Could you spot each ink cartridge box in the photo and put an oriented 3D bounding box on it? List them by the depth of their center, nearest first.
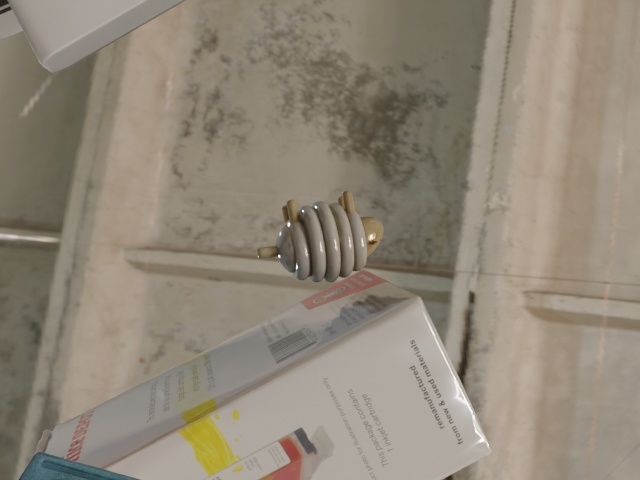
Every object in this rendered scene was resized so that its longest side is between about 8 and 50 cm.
[{"bbox_3d":[-0.069,0.192,0.992,0.385,0.279,0.160,-26,-83,-5],"label":"ink cartridge box"}]

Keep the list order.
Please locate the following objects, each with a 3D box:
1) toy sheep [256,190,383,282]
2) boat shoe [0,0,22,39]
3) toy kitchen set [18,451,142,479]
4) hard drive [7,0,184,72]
[{"bbox_3d":[0.000,0.000,1.034,0.132,0.091,0.091,-10,-100,-8],"label":"toy sheep"},{"bbox_3d":[-0.348,-0.270,1.074,0.113,0.306,0.105,27,-39,57],"label":"boat shoe"},{"bbox_3d":[-0.136,0.168,0.533,0.122,0.207,0.166,15,-55,5],"label":"toy kitchen set"},{"bbox_3d":[-0.233,-0.364,0.969,0.233,0.047,0.353,-30,-101,3],"label":"hard drive"}]
